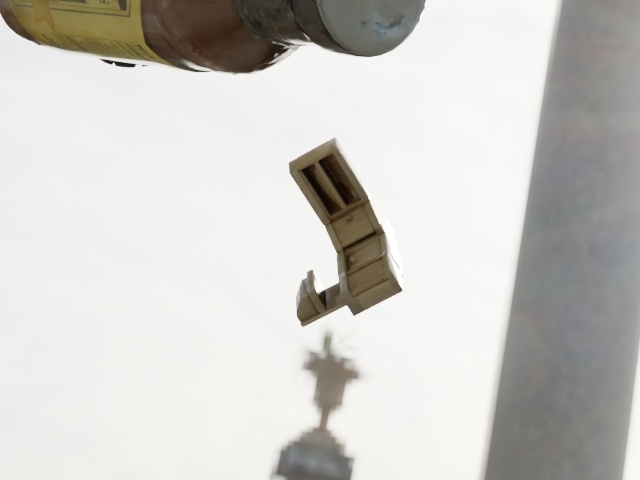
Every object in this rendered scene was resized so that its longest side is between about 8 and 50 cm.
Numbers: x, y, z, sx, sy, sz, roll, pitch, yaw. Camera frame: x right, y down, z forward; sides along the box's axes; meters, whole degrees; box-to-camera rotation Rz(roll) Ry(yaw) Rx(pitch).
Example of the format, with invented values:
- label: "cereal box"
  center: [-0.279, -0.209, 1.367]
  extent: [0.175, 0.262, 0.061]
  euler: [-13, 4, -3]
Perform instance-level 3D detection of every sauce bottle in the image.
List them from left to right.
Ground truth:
- label: "sauce bottle"
  center: [-0.070, -0.150, 1.031]
  extent: [0.111, 0.111, 0.344]
  euler: [27, -9, -36]

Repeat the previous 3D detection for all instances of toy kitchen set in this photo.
- label: "toy kitchen set"
  center: [0.000, 0.000, 1.090]
  extent: [0.068, 0.083, 0.075]
  euler: [-28, -66, 11]

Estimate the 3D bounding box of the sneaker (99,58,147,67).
- label: "sneaker"
  center: [-0.127, -0.260, 1.259]
  extent: [0.107, 0.124, 0.283]
  euler: [-2, -41, -21]
